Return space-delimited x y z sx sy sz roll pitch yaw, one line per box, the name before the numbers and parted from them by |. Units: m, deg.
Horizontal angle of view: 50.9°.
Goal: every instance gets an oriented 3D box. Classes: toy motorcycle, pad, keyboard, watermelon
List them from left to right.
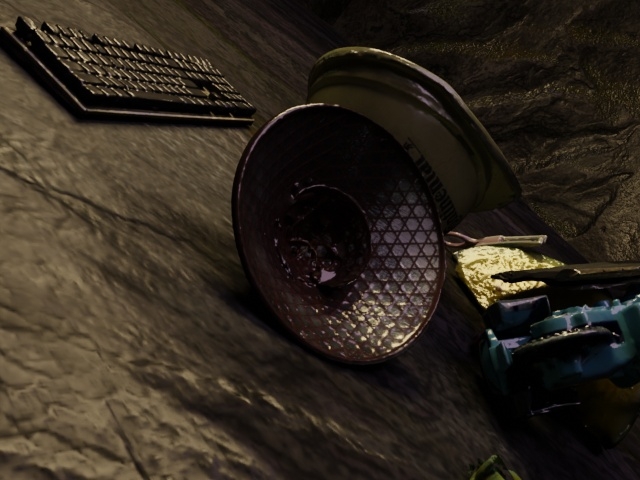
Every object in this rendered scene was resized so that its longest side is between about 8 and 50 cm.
keyboard | -0.154 -0.150 0.624 0.106 0.027 0.317 43 18 6
watermelon | 0.272 0.106 0.789 0.129 0.123 0.301 0 37 -33
pad | 0.288 0.033 0.692 0.233 0.174 0.022 131 -46 -86
toy motorcycle | 0.265 0.094 0.614 0.272 0.182 0.123 -6 69 -15

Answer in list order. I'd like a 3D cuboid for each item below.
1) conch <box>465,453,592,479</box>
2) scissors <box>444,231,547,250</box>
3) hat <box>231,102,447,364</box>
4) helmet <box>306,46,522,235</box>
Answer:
conch | 0.127 0.160 0.377 0.095 0.079 0.201 29 -1 7
scissors | 0.234 0.007 0.904 0.085 0.022 0.176 35 -20 -22
hat | 0.000 0.000 0.506 0.193 0.082 0.192 12 70 -36
helmet | 0.067 -0.051 0.666 0.258 0.137 0.204 40 -23 -30
